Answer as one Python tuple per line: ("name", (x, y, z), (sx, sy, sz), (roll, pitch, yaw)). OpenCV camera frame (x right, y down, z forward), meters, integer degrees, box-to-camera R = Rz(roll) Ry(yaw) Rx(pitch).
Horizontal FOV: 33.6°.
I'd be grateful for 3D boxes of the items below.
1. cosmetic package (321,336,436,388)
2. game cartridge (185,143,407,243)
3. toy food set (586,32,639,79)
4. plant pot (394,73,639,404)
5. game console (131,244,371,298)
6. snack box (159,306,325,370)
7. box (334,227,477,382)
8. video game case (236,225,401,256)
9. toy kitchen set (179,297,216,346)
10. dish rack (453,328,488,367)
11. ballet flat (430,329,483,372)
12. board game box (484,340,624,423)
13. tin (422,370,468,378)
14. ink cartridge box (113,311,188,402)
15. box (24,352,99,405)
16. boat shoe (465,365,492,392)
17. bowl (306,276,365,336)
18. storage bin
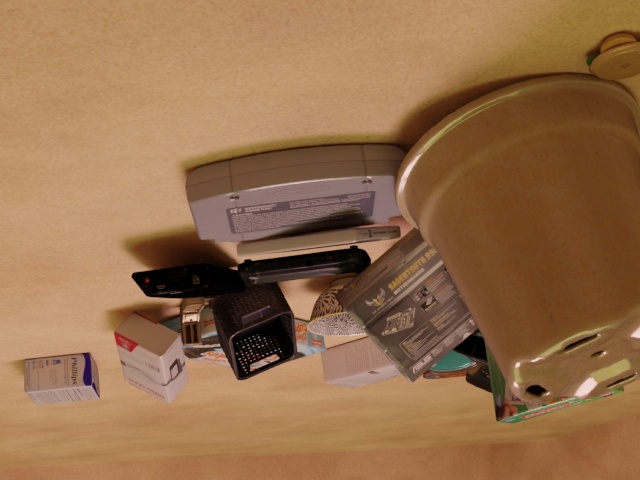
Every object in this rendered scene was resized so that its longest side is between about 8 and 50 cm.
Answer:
("cosmetic package", (0.128, 0.264, 2.371), (0.231, 0.085, 0.117), (-22, 156, 32))
("game cartridge", (-0.029, -0.063, 1.434), (0.294, 0.060, 0.196), (-7, 164, -3))
("toy food set", (0.346, -0.208, 1.213), (0.083, 0.020, 0.082), (-1, 160, -21))
("plant pot", (0.291, 0.021, 1.307), (0.334, 0.305, 0.333), (-11, 149, -7))
("game console", (-0.100, 0.052, 1.658), (0.362, 0.043, 0.213), (-7, 174, 10))
("snack box", (-0.158, 0.195, 2.098), (0.187, 0.060, 0.322), (-20, 157, 31))
("box", (0.166, 0.080, 1.615), (0.231, 0.056, 0.183), (-41, 115, 2))
("video game case", (0.000, 0.000, 1.562), (0.190, 0.022, 0.173), (-7, 179, 26))
("toy kitchen set", (-0.212, 0.144, 1.909), (0.068, 0.075, 0.083), (-3, 164, -16))
("dish rack", (0.367, 0.115, 1.830), (0.074, 0.271, 0.208), (41, 169, -19))
("ballet flat", (0.352, 0.232, 2.359), (0.280, 0.095, 0.096), (-20, 169, 32))
("board game box", (0.341, 0.104, 1.643), (0.046, 0.317, 0.213), (13, 152, -38))
("tin", (0.349, 0.318, 2.680), (0.190, 0.040, 0.106), (-3, 164, -13))
("ink cartridge box", (-0.310, 0.217, 1.951), (0.109, 0.063, 0.150), (23, 142, 20))
("box", (-0.535, 0.289, 2.200), (0.137, 0.072, 0.126), (-5, 160, -6))
("boat shoe", (0.434, 0.269, 2.457), (0.123, 0.119, 0.324), (28, 160, -9))
("bowl", (0.057, 0.114, 1.918), (0.170, 0.080, 0.170), (-4, 160, -1))
("storage bin", (-0.115, 0.156, 1.875), (0.122, 0.084, 0.180), (-23, 149, -13))
